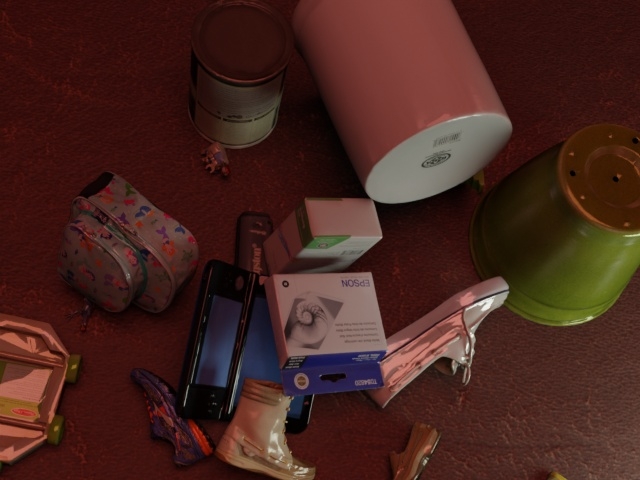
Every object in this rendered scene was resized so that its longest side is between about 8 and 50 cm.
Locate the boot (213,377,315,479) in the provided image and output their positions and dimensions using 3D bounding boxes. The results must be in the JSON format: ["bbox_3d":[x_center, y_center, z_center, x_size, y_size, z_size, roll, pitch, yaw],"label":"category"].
[{"bbox_3d":[-0.076,0.349,1.739,0.213,0.077,0.165,23,84,-30],"label":"boot"}]

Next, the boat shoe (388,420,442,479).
[{"bbox_3d":[0.161,0.432,1.814,0.072,0.068,0.190,27,55,16],"label":"boat shoe"}]

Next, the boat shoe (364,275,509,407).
[{"bbox_3d":[0.249,0.217,1.873,0.367,0.136,0.156,-30,75,-16],"label":"boat shoe"}]

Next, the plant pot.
[{"bbox_3d":[0.527,-0.052,1.912,0.367,0.353,0.366,3,68,-8],"label":"plant pot"}]

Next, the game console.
[{"bbox_3d":[-0.119,0.203,1.766,0.173,0.250,0.293,8,82,22],"label":"game console"}]

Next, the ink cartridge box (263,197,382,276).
[{"bbox_3d":[0.000,0.000,1.863,0.154,0.212,0.093,-1,65,-28],"label":"ink cartridge box"}]

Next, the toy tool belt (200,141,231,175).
[{"bbox_3d":[-0.224,-0.166,2.007,0.051,0.052,0.083,-25,67,15],"label":"toy tool belt"}]

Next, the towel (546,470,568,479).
[{"bbox_3d":[0.431,0.568,1.821,0.102,0.021,0.237,35,67,12],"label":"towel"}]

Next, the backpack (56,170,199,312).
[{"bbox_3d":[-0.365,0.023,1.795,0.254,0.225,0.191,31,49,1],"label":"backpack"}]

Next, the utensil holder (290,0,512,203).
[{"bbox_3d":[0.156,-0.310,1.844,0.328,0.327,0.385,-16,68,-15],"label":"utensil holder"}]

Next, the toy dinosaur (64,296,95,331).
[{"bbox_3d":[-0.453,0.134,1.844,0.090,0.047,0.082,-12,88,-25],"label":"toy dinosaur"}]

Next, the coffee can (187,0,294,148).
[{"bbox_3d":[-0.171,-0.340,1.958,0.202,0.275,0.201,4,67,-8],"label":"coffee can"}]

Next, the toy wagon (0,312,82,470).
[{"bbox_3d":[-0.600,0.306,1.732,0.267,0.068,0.344,12,67,-4],"label":"toy wagon"}]

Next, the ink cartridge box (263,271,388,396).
[{"bbox_3d":[0.017,0.169,1.760,0.223,0.045,0.224,-1,70,-30],"label":"ink cartridge box"}]

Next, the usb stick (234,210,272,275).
[{"bbox_3d":[-0.138,0.072,1.917,0.077,0.045,0.278,4,67,-7],"label":"usb stick"}]

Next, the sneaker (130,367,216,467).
[{"bbox_3d":[-0.293,0.330,1.768,0.087,0.083,0.221,-38,73,-9],"label":"sneaker"}]

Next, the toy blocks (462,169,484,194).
[{"bbox_3d":[0.206,-0.269,2.063,0.261,0.190,0.381,-2,68,2],"label":"toy blocks"}]
